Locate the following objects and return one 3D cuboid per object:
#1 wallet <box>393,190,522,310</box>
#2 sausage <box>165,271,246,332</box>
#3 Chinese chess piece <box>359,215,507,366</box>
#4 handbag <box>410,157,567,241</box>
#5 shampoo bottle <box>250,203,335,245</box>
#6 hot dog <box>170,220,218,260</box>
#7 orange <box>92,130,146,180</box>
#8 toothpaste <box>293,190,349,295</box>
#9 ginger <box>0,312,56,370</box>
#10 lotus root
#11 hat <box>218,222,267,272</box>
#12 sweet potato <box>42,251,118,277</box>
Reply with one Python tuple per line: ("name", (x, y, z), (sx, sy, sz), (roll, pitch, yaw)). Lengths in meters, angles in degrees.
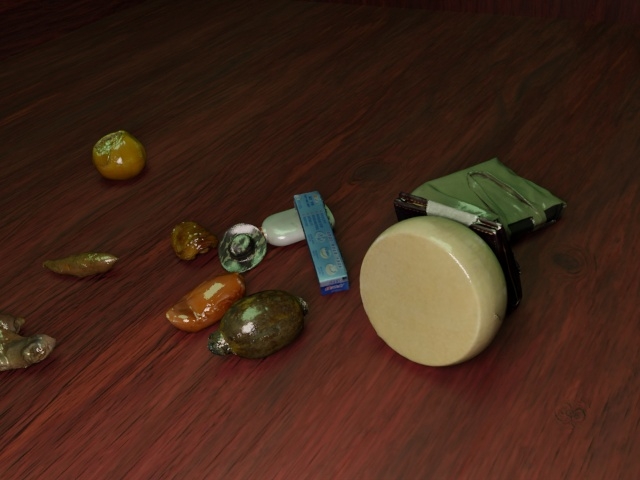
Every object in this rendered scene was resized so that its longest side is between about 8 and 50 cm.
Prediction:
("wallet", (0.260, 0.025, 1.233), (0.221, 0.262, 0.071), (24, 66, 36))
("sausage", (-0.229, 0.129, 1.336), (0.179, 0.089, 0.089), (-31, 41, -24))
("Chinese chess piece", (0.194, 0.090, 1.140), (0.273, 0.273, 0.102), (22, 31, 36))
("handbag", (0.370, -0.087, 1.490), (0.316, 0.109, 0.253), (-19, 40, -25))
("shampoo bottle", (-0.082, -0.030, 1.549), (0.221, 0.051, 0.108), (-18, 41, -15))
("hot dog", (-0.300, 0.000, 1.540), (0.099, 0.065, 0.147), (-27, 28, -24))
("orange", (-0.583, -0.247, 1.888), (0.155, 0.134, 0.154), (-4, 28, 2))
("toothpaste", (0.000, 0.000, 1.445), (0.066, 0.053, 0.272), (-14, 48, -5))
("ginger", (-0.648, 0.202, 1.330), (0.290, 0.084, 0.122), (14, 19, 34))
("lotus root", (-0.116, 0.160, 1.227), (0.209, 0.120, 0.120), (-23, 38, -26))
("hat", (-0.180, 0.015, 1.472), (0.121, 0.050, 0.121), (-1, 75, 3))
("sweet potato", (-0.562, 0.057, 1.524), (0.206, 0.060, 0.068), (-2, -2, 10))
